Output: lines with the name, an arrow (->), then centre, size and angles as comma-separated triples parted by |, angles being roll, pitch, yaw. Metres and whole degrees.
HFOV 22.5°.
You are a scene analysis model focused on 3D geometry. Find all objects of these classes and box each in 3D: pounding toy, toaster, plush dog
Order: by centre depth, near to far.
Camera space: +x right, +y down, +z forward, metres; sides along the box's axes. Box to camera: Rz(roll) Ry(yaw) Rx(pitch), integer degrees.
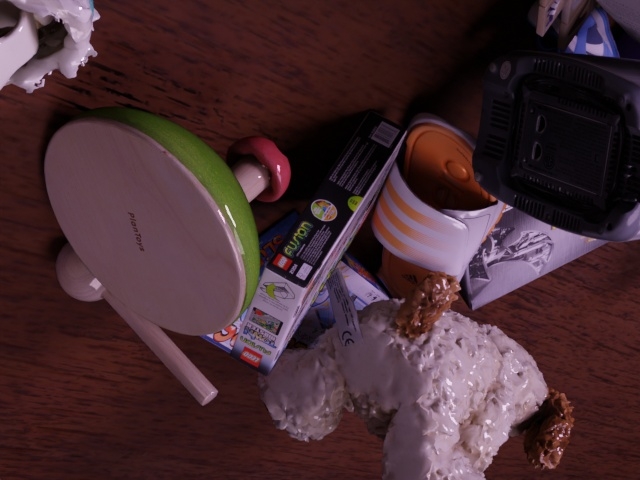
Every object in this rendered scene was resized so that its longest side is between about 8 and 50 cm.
pounding toy -> -0.099, -0.019, 1.174 | 0.110, 0.183, 0.237 | -43, 162, -36
toaster -> 0.234, -0.074, 1.231 | 0.146, 0.227, 0.129 | -5, 107, -34
plush dog -> 0.109, 0.124, 1.452 | 0.225, 0.262, 0.211 | 7, 111, -56

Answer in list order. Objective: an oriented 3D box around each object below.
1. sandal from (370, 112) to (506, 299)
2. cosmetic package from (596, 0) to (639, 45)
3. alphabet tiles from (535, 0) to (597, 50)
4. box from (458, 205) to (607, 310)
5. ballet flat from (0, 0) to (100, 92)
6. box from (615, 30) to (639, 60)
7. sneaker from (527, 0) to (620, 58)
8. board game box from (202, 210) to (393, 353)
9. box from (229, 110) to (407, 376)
sandal -> 0.090, 0.000, 1.390 | 0.076, 0.102, 0.265 | -50, 163, -31
cosmetic package -> 0.273, -0.232, 1.034 | 0.217, 0.156, 0.385 | -63, 155, 3
alphabet tiles -> 0.207, -0.237, 1.134 | 0.198, 0.009, 0.237 | -54, 163, -17
box -> 0.224, -0.044, 1.509 | 0.231, 0.056, 0.183 | -26, 150, -8
ballet flat -> -0.309, -0.082, 0.887 | 0.408, 0.147, 0.147 | -25, 150, -9
box -> 0.384, -0.185, 1.299 | 0.103, 0.184, 0.261 | -12, 146, -45
sneaker -> 0.208, -0.164, 1.318 | 0.059, 0.053, 0.144 | -29, 145, 6
board game box -> -0.028, 0.056, 1.453 | 0.136, 0.035, 0.201 | -36, 151, 10
box -> 0.000, 0.000, 1.270 | 0.207, 0.036, 0.114 | -57, 174, -44
